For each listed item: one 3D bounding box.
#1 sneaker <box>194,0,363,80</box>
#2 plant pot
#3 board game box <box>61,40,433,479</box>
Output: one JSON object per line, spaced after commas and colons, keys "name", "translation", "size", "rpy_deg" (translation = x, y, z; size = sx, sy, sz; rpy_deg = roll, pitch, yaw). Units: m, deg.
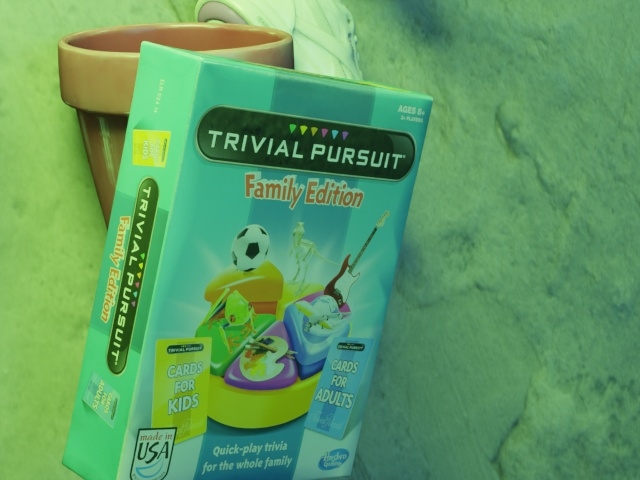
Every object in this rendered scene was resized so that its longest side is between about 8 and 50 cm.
{"name": "sneaker", "translation": [0.013, -0.161, 1.418], "size": [0.305, 0.114, 0.152], "rpy_deg": [52, 54, -28]}
{"name": "plant pot", "translation": [-0.122, -0.087, 1.237], "size": [0.201, 0.201, 0.180], "rpy_deg": [-15, 111, -45]}
{"name": "board game box", "translation": [-0.053, 0.028, 1.150], "size": [0.253, 0.079, 0.336], "rpy_deg": [3, 103, -44]}
